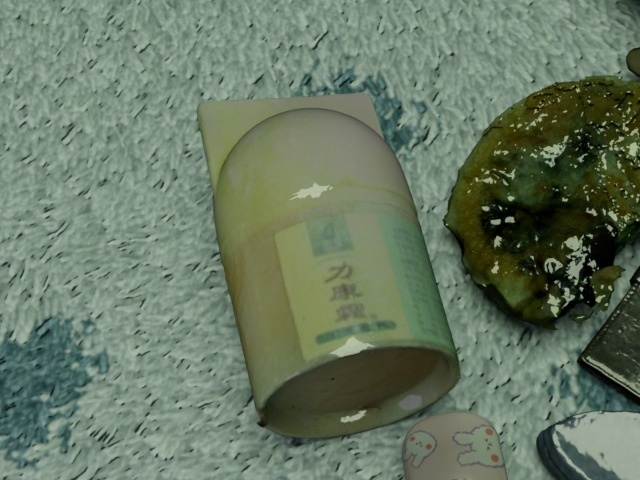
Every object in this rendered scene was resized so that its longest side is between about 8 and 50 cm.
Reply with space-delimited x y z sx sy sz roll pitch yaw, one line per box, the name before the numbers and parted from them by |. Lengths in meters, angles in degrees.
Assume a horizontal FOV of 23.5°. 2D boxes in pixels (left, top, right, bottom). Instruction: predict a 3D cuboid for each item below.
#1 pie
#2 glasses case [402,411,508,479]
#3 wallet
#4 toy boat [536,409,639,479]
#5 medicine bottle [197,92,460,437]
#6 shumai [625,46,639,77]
pie | 0.316 -0.067 1.856 0.371 0.078 0.296 -42 54 -10
glasses case | 0.160 0.328 1.679 0.113 0.075 0.296 -10 60 1
wallet | 0.454 0.068 1.817 0.169 0.044 0.317 33 70 16
toy boat | 0.374 0.258 1.695 0.283 0.078 0.127 18 74 13
medicine bottle | 0.000 0.000 1.782 0.236 0.235 0.406 -13 62 -2
shumai | 0.471 -0.329 1.895 0.267 0.314 0.262 15 67 -1
